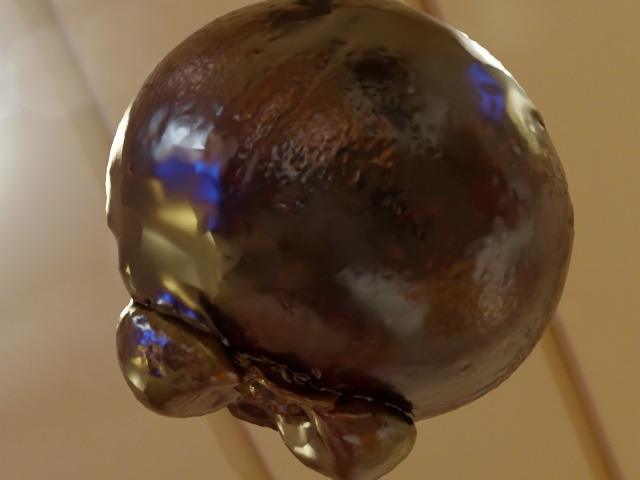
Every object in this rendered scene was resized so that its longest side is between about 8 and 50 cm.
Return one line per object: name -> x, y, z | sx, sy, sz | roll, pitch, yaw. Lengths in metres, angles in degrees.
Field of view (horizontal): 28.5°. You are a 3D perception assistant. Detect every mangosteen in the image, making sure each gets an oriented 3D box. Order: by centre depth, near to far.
mangosteen -> 0.000, 0.000, 0.396 | 0.152, 0.152, 0.152 | -2, -85, -19
